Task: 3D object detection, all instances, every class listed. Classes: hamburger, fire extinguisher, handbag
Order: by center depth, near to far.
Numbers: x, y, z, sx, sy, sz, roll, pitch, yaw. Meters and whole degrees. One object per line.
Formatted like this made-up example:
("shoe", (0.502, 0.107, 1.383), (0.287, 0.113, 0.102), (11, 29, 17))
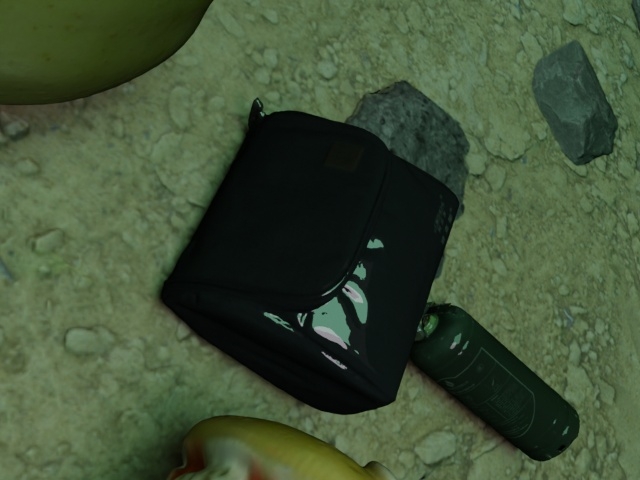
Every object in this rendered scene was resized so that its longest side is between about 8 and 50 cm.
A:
("hamburger", (-0.025, 0.289, 0.622), (0.186, 0.261, 0.302), (-49, 123, -38))
("handbag", (0.002, 0.000, 0.762), (0.275, 0.178, 0.301), (37, 59, -20))
("fire extinguisher", (0.209, 0.166, 0.896), (0.311, 0.114, 0.095), (39, 54, -17))

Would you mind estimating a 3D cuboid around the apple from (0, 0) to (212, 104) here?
("apple", (-0.253, -0.294, 0.581), (0.357, 0.357, 0.357), (11, 70, -32))
